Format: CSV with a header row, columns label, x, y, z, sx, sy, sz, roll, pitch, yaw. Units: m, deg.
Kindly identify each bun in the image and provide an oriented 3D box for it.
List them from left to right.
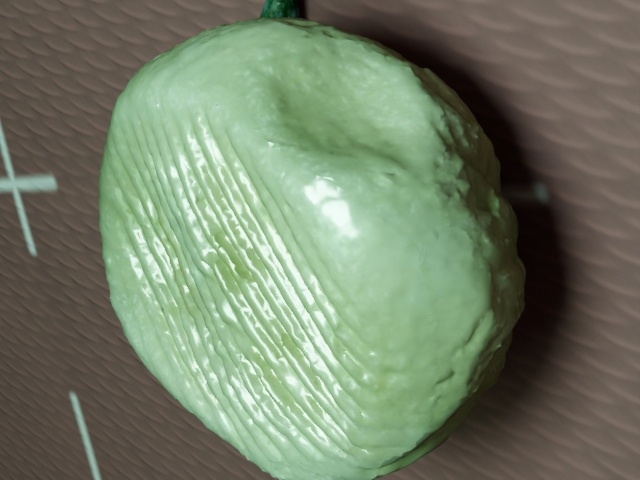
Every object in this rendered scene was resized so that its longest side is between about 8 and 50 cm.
label,x,y,z,sx,sy,sz,roll,pitch,yaw
bun,0.000,0.000,1.064,0.352,0.227,0.349,-31,85,50

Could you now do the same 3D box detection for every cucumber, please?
label,x,y,z,sx,sy,sz,roll,pitch,yaw
cucumber,-0.038,-0.161,1.179,0.037,0.037,0.155,44,139,25
